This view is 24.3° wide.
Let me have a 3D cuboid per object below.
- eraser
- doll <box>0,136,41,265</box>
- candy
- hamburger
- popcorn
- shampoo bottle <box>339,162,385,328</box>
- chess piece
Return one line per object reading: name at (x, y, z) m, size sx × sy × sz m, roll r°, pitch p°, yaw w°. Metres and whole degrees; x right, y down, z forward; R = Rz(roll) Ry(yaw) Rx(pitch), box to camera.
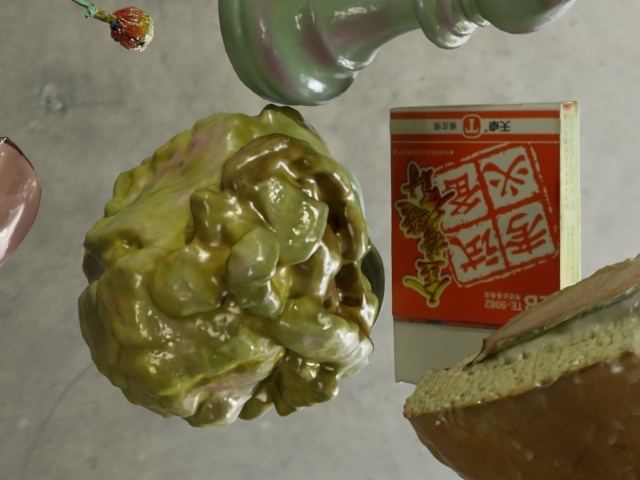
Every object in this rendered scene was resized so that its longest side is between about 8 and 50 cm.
eraser at (0.130, 0.006, 1.186) m, size 0.038 × 0.157 × 0.230 m, roll -9°, pitch 99°, yaw -54°
doll at (-0.287, 0.049, 0.771) m, size 0.284 × 0.216 × 0.268 m, roll 51°, pitch 30°, yaw -31°
candy at (-0.308, -0.314, 1.997) m, size 0.201 × 0.060 × 0.060 m, roll 25°, pitch 61°, yaw -37°
hamburger at (0.152, 0.113, 0.902) m, size 0.155 × 0.208 × 0.135 m, roll 62°, pitch 27°, yaw -9°
popcorn at (-0.057, 0.027, 1.077) m, size 0.212 × 0.259 × 0.259 m, roll 51°, pitch 52°, yaw -31°
shampoo bottle at (0.000, 0.000, 1.315) m, size 0.087 × 0.118 × 0.234 m, roll 7°, pitch 24°, yaw -9°
chess piece at (0.073, -0.169, 1.035) m, size 0.139 × 0.272 × 0.139 m, roll 3°, pitch 86°, yaw -56°
